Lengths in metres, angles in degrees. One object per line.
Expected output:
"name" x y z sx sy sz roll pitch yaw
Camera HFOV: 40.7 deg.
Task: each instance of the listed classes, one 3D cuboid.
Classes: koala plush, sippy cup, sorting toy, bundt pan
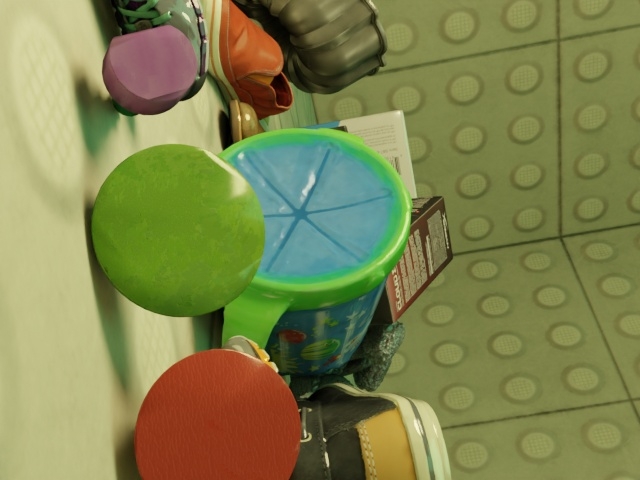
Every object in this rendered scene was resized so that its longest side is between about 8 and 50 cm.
"koala plush" 0.003 0.226 1.332 0.196 0.203 0.221 99 6 -65
"sippy cup" -0.024 0.032 0.977 0.240 0.305 0.224 48 -27 32
"sorting toy" -0.117 0.026 0.667 0.126 0.127 0.365 -26 -106 64
"bundt pan" -0.043 -0.376 1.443 0.331 0.124 0.331 45 -13 13

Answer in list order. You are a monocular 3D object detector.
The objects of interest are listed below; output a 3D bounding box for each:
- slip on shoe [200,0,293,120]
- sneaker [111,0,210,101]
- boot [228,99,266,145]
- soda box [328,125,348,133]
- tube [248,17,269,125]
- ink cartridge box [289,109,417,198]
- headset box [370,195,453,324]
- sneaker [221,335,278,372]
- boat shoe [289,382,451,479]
"slip on shoe" -0.107 -0.269 1.232 0.331 0.101 0.123 65 18 -69
"sneaker" -0.162 -0.221 0.713 0.098 0.083 0.223 -32 110 -63
"boot" -0.070 -0.124 1.317 0.305 0.115 0.112 68 14 -65
"soda box" -0.031 -0.151 1.499 0.060 0.169 0.053 -92 170 -60
"tube" -0.115 -0.293 1.505 0.070 0.062 0.240 -62 168 -15
"ink cartridge box" 0.077 -0.076 1.976 0.166 0.285 0.395 -58 139 -84
"headset box" 0.043 0.032 1.266 0.293 0.218 0.110 -37 119 -58
"sneaker" -0.075 0.182 0.753 0.084 0.083 0.215 111 -25 -53
"boat shoe" -0.007 0.255 0.955 0.500 0.156 0.187 132 -50 -73
